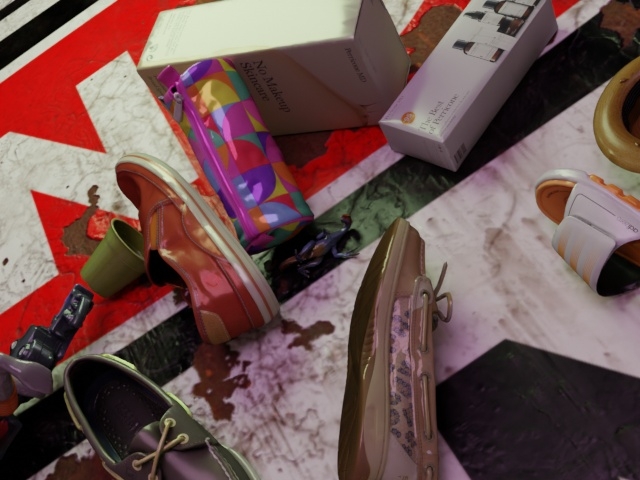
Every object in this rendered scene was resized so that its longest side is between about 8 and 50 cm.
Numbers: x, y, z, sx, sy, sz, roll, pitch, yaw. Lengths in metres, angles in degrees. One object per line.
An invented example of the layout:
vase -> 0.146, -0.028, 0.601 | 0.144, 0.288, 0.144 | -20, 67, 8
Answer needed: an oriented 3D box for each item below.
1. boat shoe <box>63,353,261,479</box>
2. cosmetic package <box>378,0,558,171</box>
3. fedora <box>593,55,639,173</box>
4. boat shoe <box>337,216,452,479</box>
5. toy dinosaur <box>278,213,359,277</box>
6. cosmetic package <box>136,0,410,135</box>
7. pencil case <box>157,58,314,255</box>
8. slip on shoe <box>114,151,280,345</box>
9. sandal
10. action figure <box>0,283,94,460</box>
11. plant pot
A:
boat shoe -> -0.169, 0.217, 0.943 | 0.109, 0.091, 0.305 | -48, 49, -12
cosmetic package -> 0.179, -0.201, 1.095 | 0.099, 0.060, 0.239 | 23, 69, 39
fedora -> 0.379, -0.122, 0.918 | 0.194, 0.079, 0.194 | -19, 49, 23
boat shoe -> 0.079, 0.112, 0.901 | 0.089, 0.104, 0.285 | 14, 62, -8
toy dinosaur -> 0.000, 0.000, 1.055 | 0.090, 0.047, 0.082 | 4, 40, 42
cosmetic package -> -0.059, -0.225, 1.174 | 0.309, 0.160, 0.113 | -2, 56, 28
pencil case -> -0.101, -0.100, 1.072 | 0.104, 0.104, 0.236 | -31, 82, 4
slip on shoe -> -0.173, 0.001, 1.088 | 0.101, 0.123, 0.331 | -34, 52, -13
sandal -> 0.289, 0.019, 0.845 | 0.076, 0.102, 0.265 | -44, 50, -12
action figure -> -0.396, 0.161, 1.014 | 0.341, 0.178, 0.330 | -60, 20, -19
plant pot -> -0.258, 0.029, 1.148 | 0.079, 0.083, 0.083 | -44, 47, 8
